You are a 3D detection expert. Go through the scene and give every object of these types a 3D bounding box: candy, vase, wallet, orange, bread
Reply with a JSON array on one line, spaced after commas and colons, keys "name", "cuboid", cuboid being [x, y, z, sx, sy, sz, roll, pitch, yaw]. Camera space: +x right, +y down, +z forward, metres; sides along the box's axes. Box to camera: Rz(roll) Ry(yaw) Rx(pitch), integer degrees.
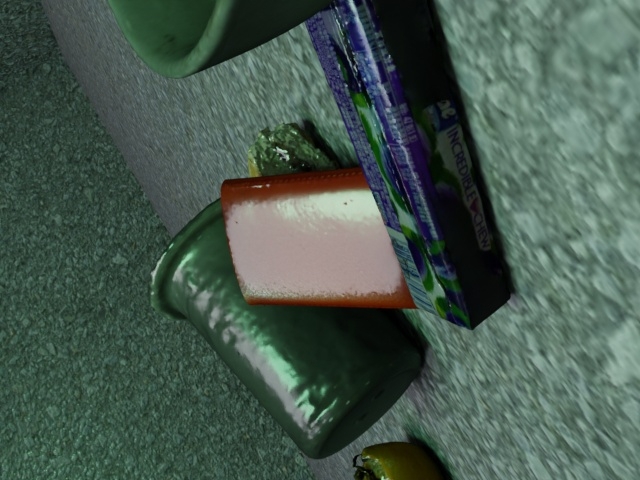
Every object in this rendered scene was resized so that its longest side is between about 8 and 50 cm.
[{"name": "candy", "cuboid": [0.065, -0.075, 0.508, 0.088, 0.061, 0.312, 26, 143, 60]}, {"name": "vase", "cuboid": [-0.039, 0.109, 0.837, 0.291, 0.245, 0.245, 48, 160, 24]}, {"name": "wallet", "cuboid": [0.000, 0.000, 0.665, 0.204, 0.045, 0.142, -2, 109, 32]}, {"name": "orange", "cuboid": [0.121, 0.351, 0.965, 0.160, 0.112, 0.170, 50, -172, -3]}, {"name": "bread", "cuboid": [-0.023, -0.065, 0.757, 0.125, 0.082, 0.106, 45, 170, 15]}]

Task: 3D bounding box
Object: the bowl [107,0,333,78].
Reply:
[{"name": "bowl", "cuboid": [-0.034, -0.236, 0.336, 0.289, 0.146, 0.289, 42, 141, 48]}]
